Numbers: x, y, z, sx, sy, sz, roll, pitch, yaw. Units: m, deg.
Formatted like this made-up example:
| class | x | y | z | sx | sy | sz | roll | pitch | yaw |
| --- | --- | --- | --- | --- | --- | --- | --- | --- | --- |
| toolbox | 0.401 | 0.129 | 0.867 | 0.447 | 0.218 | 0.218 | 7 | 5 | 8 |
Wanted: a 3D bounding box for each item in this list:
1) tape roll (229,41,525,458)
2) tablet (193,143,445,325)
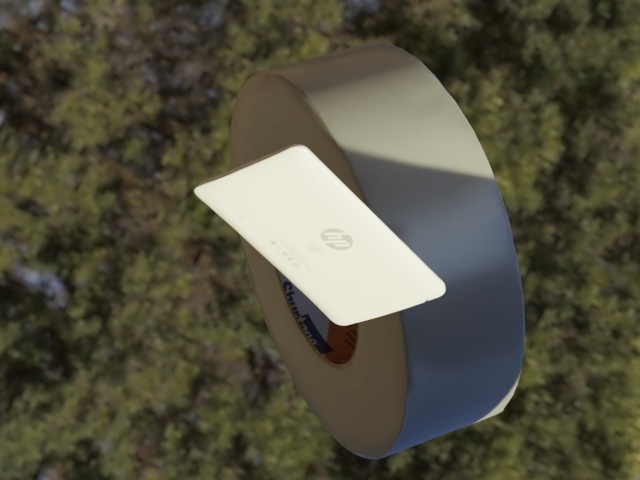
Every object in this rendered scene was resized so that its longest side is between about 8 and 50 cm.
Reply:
| class | x | y | z | sx | sy | sz | roll | pitch | yaw |
| --- | --- | --- | --- | --- | --- | --- | --- | --- | --- |
| tape roll | 0.025 | 0.005 | 0.910 | 0.219 | 0.072 | 0.219 | 163 | -90 | -71 |
| tablet | 0.000 | 0.000 | 0.587 | 0.054 | 0.083 | 0.006 | -20 | -141 | 40 |
